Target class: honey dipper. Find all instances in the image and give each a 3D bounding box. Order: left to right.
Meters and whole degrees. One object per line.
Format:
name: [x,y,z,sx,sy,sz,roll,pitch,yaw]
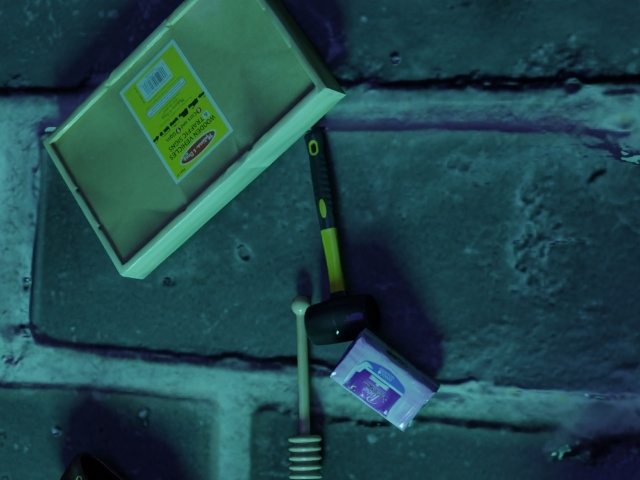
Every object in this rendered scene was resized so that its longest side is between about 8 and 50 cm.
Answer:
honey dipper: [-0.014,0.128,1.437,0.030,0.030,0.161,-3,83,27]

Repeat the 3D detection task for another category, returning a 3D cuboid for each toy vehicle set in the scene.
toy vehicle set: [-0.121,-0.111,1.489,0.267,0.035,0.166,-41,66,20]

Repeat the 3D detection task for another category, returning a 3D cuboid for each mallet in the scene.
mallet: [0.000,0.000,1.434,0.062,0.039,0.190,-21,75,21]

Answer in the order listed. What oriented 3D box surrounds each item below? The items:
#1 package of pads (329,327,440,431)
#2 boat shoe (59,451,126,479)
package of pads: [0.054,0.118,1.385,0.083,0.032,0.050,37,108,-2]
boat shoe: [-0.164,0.271,1.481,0.207,0.073,0.073,33,104,24]
